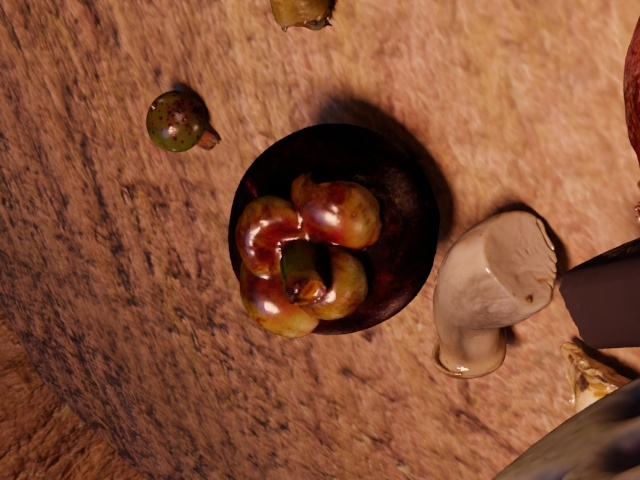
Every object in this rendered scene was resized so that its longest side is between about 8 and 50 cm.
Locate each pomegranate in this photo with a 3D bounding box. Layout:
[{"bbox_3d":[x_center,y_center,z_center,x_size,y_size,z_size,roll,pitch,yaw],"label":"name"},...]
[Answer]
[{"bbox_3d":[-0.153,-0.127,1.344,0.084,0.073,0.073,33,156,-2],"label":"pomegranate"}]

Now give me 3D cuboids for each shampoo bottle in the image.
[{"bbox_3d":[0.254,0.015,0.707,0.071,0.098,0.309,68,164,2],"label":"shampoo bottle"}]

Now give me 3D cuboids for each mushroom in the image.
[{"bbox_3d":[0.139,0.055,1.051,0.092,0.081,0.223,24,151,4],"label":"mushroom"}]

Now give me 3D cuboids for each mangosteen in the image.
[{"bbox_3d":[0.000,0.000,1.041,0.194,0.230,0.194,9,112,23],"label":"mangosteen"}]

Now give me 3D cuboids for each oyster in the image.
[{"bbox_3d":[0.265,0.156,1.014,0.146,0.045,0.121,14,134,45],"label":"oyster"}]

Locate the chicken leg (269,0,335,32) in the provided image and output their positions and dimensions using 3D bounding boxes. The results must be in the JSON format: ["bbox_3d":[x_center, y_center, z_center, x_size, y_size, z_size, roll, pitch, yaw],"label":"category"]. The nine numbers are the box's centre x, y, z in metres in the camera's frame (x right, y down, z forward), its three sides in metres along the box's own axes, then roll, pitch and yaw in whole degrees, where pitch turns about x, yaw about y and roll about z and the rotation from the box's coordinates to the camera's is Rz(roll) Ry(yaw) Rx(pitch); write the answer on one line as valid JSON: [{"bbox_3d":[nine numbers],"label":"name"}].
[{"bbox_3d":[-0.050,-0.241,0.943,0.088,0.103,0.228,16,145,30],"label":"chicken leg"}]

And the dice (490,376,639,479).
[{"bbox_3d":[0.242,0.222,0.666,0.268,0.262,0.264,58,157,-3],"label":"dice"}]

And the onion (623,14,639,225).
[{"bbox_3d":[0.213,-0.071,0.591,0.159,0.195,0.159,43,166,14],"label":"onion"}]
